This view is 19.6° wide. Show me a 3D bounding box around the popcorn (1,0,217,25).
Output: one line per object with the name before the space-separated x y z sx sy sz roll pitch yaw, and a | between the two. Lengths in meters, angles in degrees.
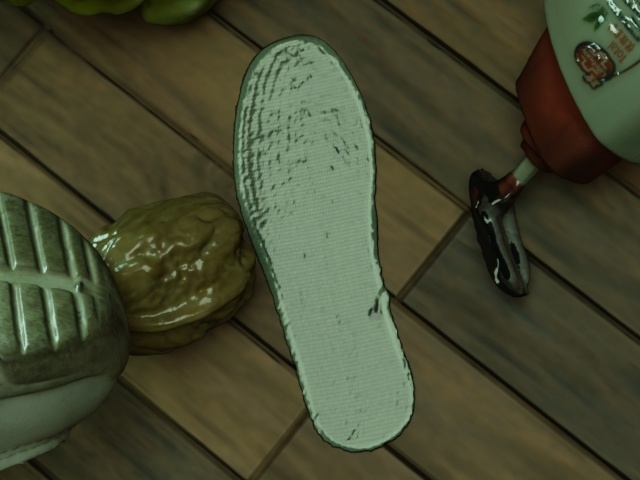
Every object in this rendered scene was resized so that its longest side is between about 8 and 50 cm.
popcorn | -0.139 -0.235 0.953 0.250 0.235 0.241 10 90 -27

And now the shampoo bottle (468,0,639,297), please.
shampoo bottle | 0.170 -0.099 0.920 0.284 0.071 0.153 -49 50 26

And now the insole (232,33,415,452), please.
insole | 0.000 0.000 0.993 0.080 0.003 0.232 -12 78 3

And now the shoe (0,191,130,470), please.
shoe | -0.262 0.094 0.915 0.351 0.172 0.198 -6 122 2

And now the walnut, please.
walnut | -0.080 0.018 0.956 0.096 0.079 0.082 -25 40 -17
